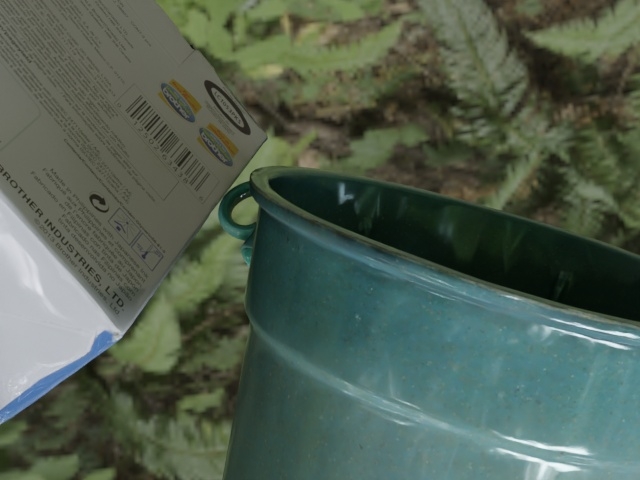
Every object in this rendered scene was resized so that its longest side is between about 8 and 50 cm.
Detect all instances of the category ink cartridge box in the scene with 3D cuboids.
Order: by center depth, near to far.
[{"bbox_3d":[-0.205,-0.092,0.996,0.151,0.270,0.395,-31,-165,30],"label":"ink cartridge box"}]

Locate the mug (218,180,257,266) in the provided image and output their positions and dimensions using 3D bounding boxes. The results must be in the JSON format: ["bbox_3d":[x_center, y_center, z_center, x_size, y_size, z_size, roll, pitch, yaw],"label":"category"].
[{"bbox_3d":[0.006,0.003,1.048,0.158,0.097,0.129,46,166,-19],"label":"mug"}]

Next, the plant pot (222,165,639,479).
[{"bbox_3d":[0.076,0.158,0.849,0.341,0.334,0.341,15,-171,-2],"label":"plant pot"}]
